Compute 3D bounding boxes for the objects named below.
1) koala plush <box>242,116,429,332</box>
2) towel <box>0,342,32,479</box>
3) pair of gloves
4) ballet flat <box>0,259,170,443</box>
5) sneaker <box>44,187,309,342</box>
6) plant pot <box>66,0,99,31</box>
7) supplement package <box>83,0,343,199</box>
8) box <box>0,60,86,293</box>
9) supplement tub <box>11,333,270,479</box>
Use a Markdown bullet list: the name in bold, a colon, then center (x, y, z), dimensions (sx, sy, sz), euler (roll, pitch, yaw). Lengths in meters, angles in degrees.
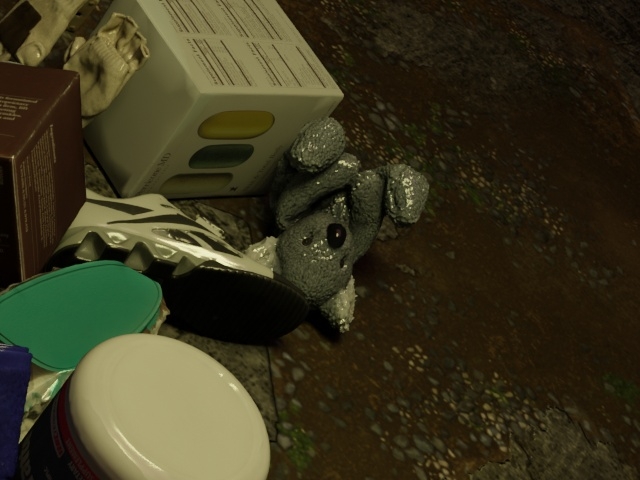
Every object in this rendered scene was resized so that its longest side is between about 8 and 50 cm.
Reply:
- **koala plush**: center (0.000, 0.000, 1.930), dimensions (0.196, 0.203, 0.221), euler (29, 55, -17)
- **towel**: center (-0.363, 0.221, 1.207), dimensions (0.228, 0.076, 0.308), euler (10, 86, -33)
- **pair of gloves**: center (-0.317, -0.230, 1.836), dimensions (0.042, 0.204, 0.240), euler (29, 24, -52)
- **ballet flat**: center (-0.314, 0.144, 1.435), dimensions (0.147, 0.147, 0.409), euler (46, 40, 10)
- **sneaker**: center (-0.160, 0.014, 1.765), dimensions (0.331, 0.122, 0.146), euler (21, 38, -27)
- **plant pot**: center (-0.351, -0.350, 2.047), dimensions (0.109, 0.109, 0.096), euler (17, 52, -32)
- **supplement package**: center (-0.156, -0.189, 1.945), dimensions (0.263, 0.199, 0.198), euler (-4, 52, -48)
- **box**: center (-0.357, -0.072, 1.578), dimensions (0.168, 0.167, 0.203), euler (7, 32, 9)
- **supplement tub**: center (-0.186, 0.230, 1.332), dimensions (0.191, 0.272, 0.191), euler (26, 34, -20)
